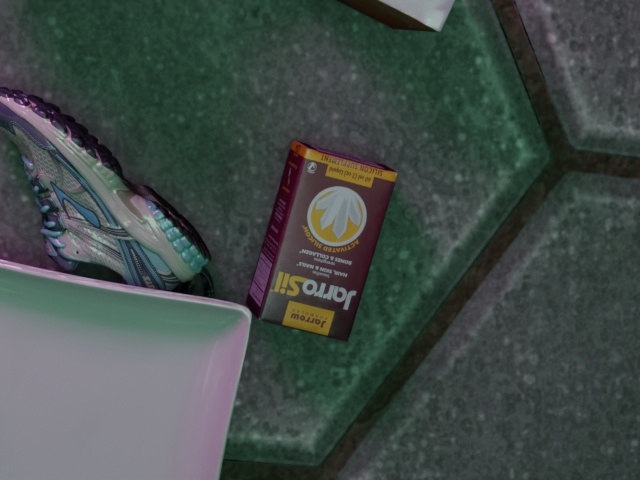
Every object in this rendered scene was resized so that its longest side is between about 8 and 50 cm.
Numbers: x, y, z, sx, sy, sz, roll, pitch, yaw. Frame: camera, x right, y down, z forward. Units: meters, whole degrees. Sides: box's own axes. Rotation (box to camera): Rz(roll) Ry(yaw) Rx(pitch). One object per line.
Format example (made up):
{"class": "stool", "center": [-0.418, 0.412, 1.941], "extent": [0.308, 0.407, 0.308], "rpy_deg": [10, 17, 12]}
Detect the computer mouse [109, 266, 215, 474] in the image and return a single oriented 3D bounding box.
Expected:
{"class": "computer mouse", "center": [-0.171, 0.139, 1.594], "extent": [0.071, 0.041, 0.242], "rpy_deg": [24, 89, -2]}

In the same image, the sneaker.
{"class": "sneaker", "center": [-0.246, -0.035, 1.508], "extent": [0.283, 0.110, 0.122], "rpy_deg": [44, 92, -15]}

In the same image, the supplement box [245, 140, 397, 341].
{"class": "supplement box", "center": [0.000, 0.000, 1.577], "extent": [0.104, 0.081, 0.188], "rpy_deg": [14, 97, -14]}

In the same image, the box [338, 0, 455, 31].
{"class": "box", "center": [0.060, -0.276, 1.495], "extent": [0.130, 0.170, 0.091], "rpy_deg": [24, 93, -15]}

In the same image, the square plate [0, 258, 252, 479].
{"class": "square plate", "center": [-0.265, 0.195, 1.537], "extent": [0.344, 0.049, 0.347], "rpy_deg": [11, 103, -1]}
